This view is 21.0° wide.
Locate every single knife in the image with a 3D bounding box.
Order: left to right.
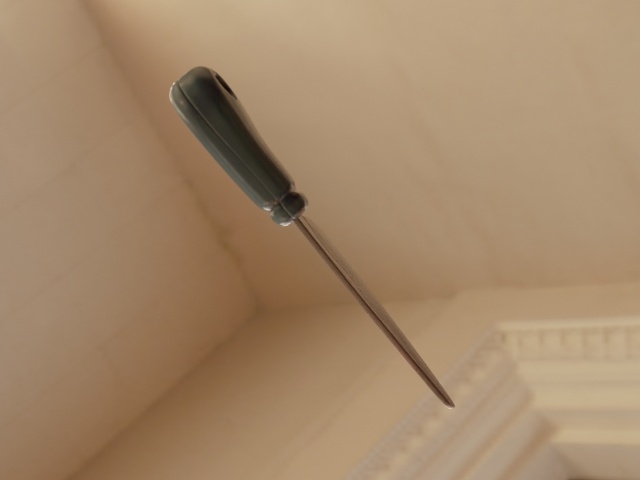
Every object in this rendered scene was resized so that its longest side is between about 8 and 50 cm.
[{"bbox_3d":[0.000,-0.001,0.992,0.032,0.058,0.244,-40,-83,4],"label":"knife"}]
